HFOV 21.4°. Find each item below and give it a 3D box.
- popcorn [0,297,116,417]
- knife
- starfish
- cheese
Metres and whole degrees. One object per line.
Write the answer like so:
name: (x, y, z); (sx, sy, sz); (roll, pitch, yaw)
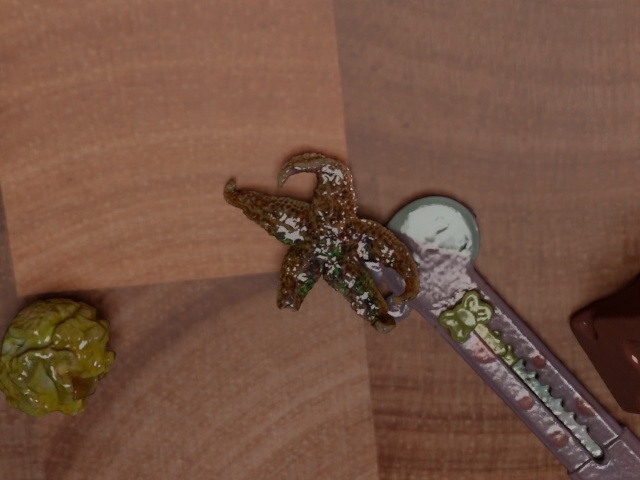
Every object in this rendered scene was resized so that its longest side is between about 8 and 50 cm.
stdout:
popcorn: (-0.254, 0.114, 1.606); (0.120, 0.106, 0.116); (-20, 96, 6)
knife: (0.196, 0.125, 1.646); (0.132, 0.038, 0.398); (-40, 103, 14)
starfish: (0.000, 0.001, 1.601); (0.209, 0.053, 0.150); (27, 87, 4)
cheese: (0.374, 0.071, 1.600); (0.177, 0.203, 0.128); (-38, 101, -22)
